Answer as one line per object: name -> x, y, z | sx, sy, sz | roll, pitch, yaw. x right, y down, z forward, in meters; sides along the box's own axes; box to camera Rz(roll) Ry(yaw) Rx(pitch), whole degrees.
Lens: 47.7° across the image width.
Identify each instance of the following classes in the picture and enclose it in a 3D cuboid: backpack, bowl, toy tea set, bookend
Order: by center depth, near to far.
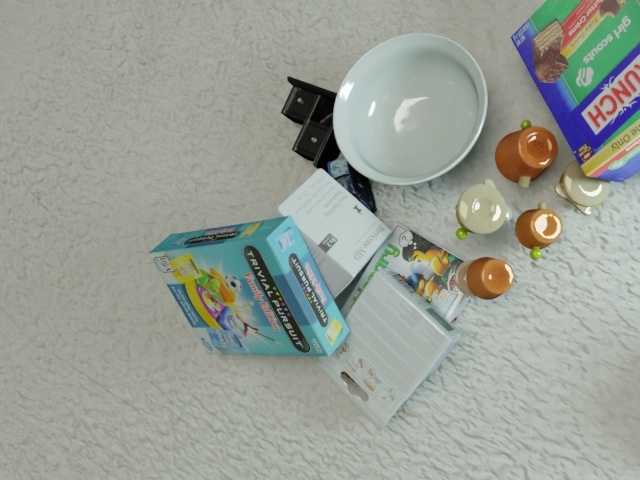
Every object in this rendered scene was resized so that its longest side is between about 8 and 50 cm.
toy tea set -> 0.338, -0.051, 1.281 | 0.200, 0.124, 0.336 | 44, 81, 0
bowl -> 0.184, -0.233, 1.385 | 0.298, 0.134, 0.298 | -5, 77, 25
backpack -> 0.051, -0.107, 1.437 | 0.084, 0.105, 0.114 | -20, 66, 19
bookend -> -0.024, -0.242, 1.518 | 0.157, 0.072, 0.156 | 26, 91, 28

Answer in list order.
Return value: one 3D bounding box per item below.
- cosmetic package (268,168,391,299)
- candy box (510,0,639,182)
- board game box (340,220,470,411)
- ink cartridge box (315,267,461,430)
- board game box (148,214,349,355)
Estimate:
cosmetic package -> 0.000, 0.000, 1.351 | 0.183, 0.151, 0.151 | 41, 141, 2
candy box -> 0.495, -0.299, 1.186 | 0.268, 0.122, 0.317 | -46, 54, 43
board game box -> 0.147, 0.140, 1.367 | 0.193, 0.053, 0.305 | 32, 93, 27
ink cartridge box -> 0.119, 0.196, 1.321 | 0.189, 0.066, 0.232 | 43, 119, 25
board game box -> -0.142, 0.096, 1.366 | 0.336, 0.079, 0.254 | -7, 119, 42
